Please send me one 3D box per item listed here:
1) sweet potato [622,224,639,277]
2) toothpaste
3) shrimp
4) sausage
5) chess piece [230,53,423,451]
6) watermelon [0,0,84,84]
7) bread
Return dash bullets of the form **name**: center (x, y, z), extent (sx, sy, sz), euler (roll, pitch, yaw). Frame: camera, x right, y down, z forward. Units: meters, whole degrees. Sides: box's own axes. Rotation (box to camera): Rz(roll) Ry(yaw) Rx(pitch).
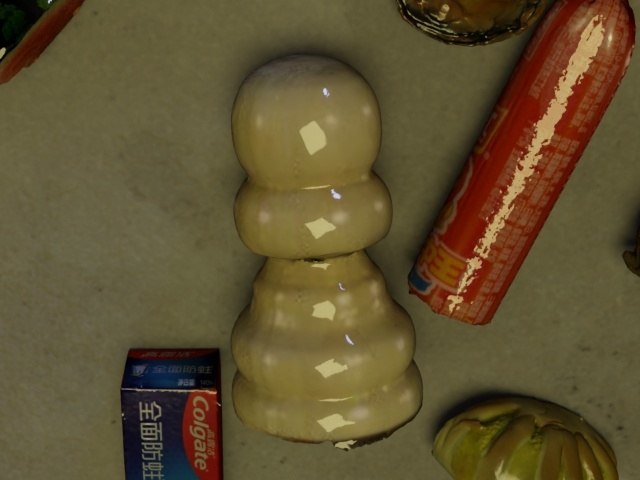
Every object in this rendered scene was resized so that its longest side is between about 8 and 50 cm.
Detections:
- **sweet potato**: center (0.323, -0.070, 0.836), extent (0.075, 0.075, 0.273), euler (33, 107, -15)
- **toothpaste**: center (-0.116, 0.241, 0.965), extent (0.076, 0.066, 0.320), euler (1, 113, -2)
- **shrimp**: center (0.079, -0.245, 0.752), extent (0.117, 0.066, 0.262), euler (-18, 112, 6)
- **sausage**: center (0.148, -0.068, 0.828), extent (0.074, 0.074, 0.274), euler (22, 112, -11)
- **chess piece**: center (0.000, 0.000, 0.831), extent (0.143, 0.143, 0.260), euler (-3, 108, 0)
- **watermelon**: center (-0.195, -0.155, 0.789), extent (0.135, 0.125, 0.094), euler (-25, 144, -10)
- **bread**: center (0.166, 0.180, 0.933), extent (0.157, 0.094, 0.083), euler (24, 116, -3)
